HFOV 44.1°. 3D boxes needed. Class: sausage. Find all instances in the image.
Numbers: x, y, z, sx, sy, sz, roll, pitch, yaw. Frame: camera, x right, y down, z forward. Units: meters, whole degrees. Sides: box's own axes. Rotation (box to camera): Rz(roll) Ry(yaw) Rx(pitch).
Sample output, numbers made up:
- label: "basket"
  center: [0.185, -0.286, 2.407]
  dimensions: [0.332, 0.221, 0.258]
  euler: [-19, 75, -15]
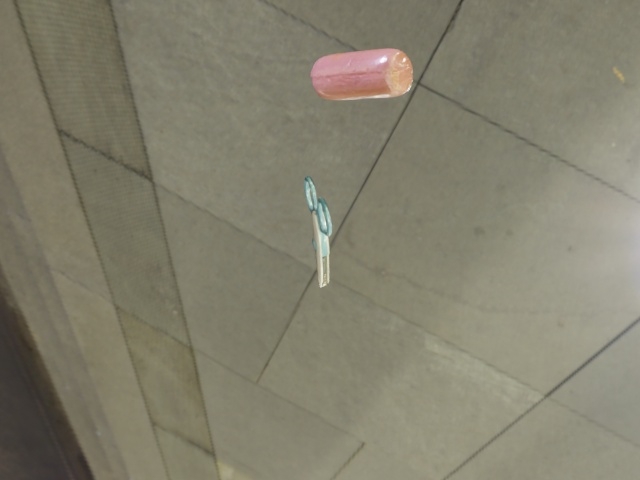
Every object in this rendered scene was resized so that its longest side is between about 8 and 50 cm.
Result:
- label: "sausage"
  center: [0.050, -0.215, 1.028]
  dimensions: [0.154, 0.062, 0.062]
  euler: [7, 137, 46]

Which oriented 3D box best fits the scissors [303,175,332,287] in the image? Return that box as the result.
- label: "scissors"
  center: [0.000, 0.000, 0.698]
  dimensions: [0.014, 0.058, 0.119]
  euler: [-18, 135, -13]
